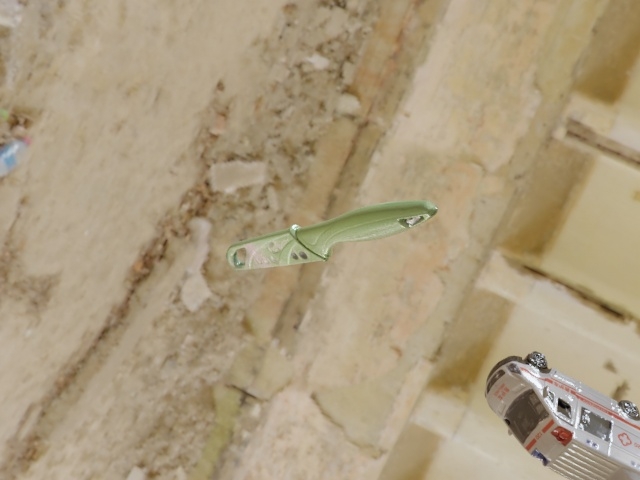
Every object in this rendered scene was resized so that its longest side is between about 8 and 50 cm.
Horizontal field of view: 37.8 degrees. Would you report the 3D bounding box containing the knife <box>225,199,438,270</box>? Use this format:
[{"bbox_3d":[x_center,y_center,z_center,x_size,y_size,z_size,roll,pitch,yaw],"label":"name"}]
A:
[{"bbox_3d":[0.000,0.000,0.582,0.207,0.030,0.014,-12,-148,51],"label":"knife"}]

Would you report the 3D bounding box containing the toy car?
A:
[{"bbox_3d":[0.291,0.222,1.109,0.089,0.209,0.108,-59,-176,40],"label":"toy car"}]
